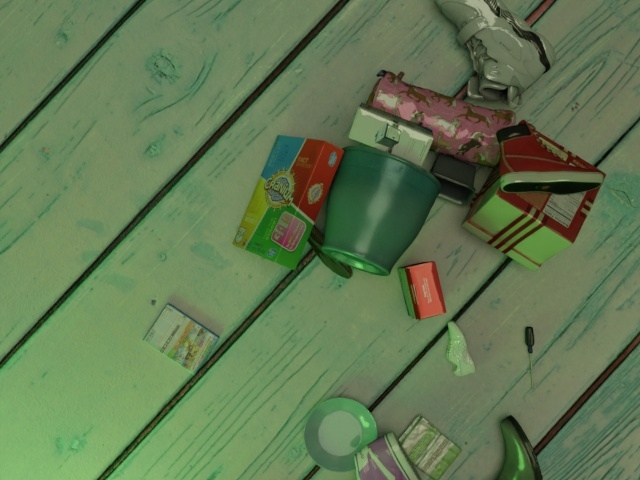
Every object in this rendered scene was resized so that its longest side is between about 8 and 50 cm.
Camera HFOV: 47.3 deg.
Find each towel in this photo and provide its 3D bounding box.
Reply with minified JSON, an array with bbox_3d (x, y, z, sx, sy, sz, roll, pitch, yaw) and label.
[{"bbox_3d":[0.282,0.549,1.931,0.152,0.023,0.113,39,90,-1],"label":"towel"}]

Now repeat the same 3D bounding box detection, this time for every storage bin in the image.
[{"bbox_3d":[0.344,-0.162,1.930,0.135,0.098,0.091,21,60,1],"label":"storage bin"}]

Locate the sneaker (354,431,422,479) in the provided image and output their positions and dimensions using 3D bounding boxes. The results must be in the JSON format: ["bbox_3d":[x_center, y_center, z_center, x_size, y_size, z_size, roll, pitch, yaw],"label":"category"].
[{"bbox_3d":[0.183,0.642,1.880,0.161,0.102,0.282,-30,96,1],"label":"sneaker"}]

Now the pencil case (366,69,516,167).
[{"bbox_3d":[0.308,-0.314,1.896,0.386,0.160,0.167,20,102,0],"label":"pencil case"}]

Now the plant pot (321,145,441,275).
[{"bbox_3d":[0.127,-0.060,1.811,0.271,0.272,0.255,23,81,0],"label":"plant pot"}]

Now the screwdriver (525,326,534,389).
[{"bbox_3d":[0.560,0.313,1.940,0.024,0.025,0.170,-4,87,-1],"label":"screwdriver"}]

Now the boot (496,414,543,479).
[{"bbox_3d":[0.460,0.641,1.886,0.222,0.118,0.338,-16,84,4],"label":"boot"}]

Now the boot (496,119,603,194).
[{"bbox_3d":[0.532,-0.200,1.698,0.244,0.088,0.176,3,69,-6],"label":"boot"}]

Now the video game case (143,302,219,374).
[{"bbox_3d":[-0.368,0.260,1.934,0.166,0.015,0.119,34,87,1],"label":"video game case"}]

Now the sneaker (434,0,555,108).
[{"bbox_3d":[0.420,-0.503,1.893,0.365,0.137,0.210,35,71,-3],"label":"sneaker"}]

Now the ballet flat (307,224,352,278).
[{"bbox_3d":[0.000,0.000,1.925,0.250,0.084,0.058,44,64,5],"label":"ballet flat"}]

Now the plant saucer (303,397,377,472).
[{"bbox_3d":[0.052,0.508,1.919,0.194,0.037,0.195,0,87,-1],"label":"plant saucer"}]

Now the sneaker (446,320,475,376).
[{"bbox_3d":[0.359,0.287,1.924,0.061,0.054,0.152,-19,89,1],"label":"sneaker"}]

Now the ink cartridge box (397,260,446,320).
[{"bbox_3d":[0.256,0.124,1.840,0.078,0.231,0.134,-13,88,-1],"label":"ink cartridge box"}]

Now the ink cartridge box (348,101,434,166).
[{"bbox_3d":[0.171,-0.259,1.768,0.190,0.140,0.082,20,107,1],"label":"ink cartridge box"}]

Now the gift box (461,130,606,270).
[{"bbox_3d":[0.544,-0.102,1.848,0.255,0.258,0.276,37,68,3],"label":"gift box"}]

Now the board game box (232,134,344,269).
[{"bbox_3d":[-0.087,-0.104,1.845,0.064,0.242,0.317,24,86,-34],"label":"board game box"}]
